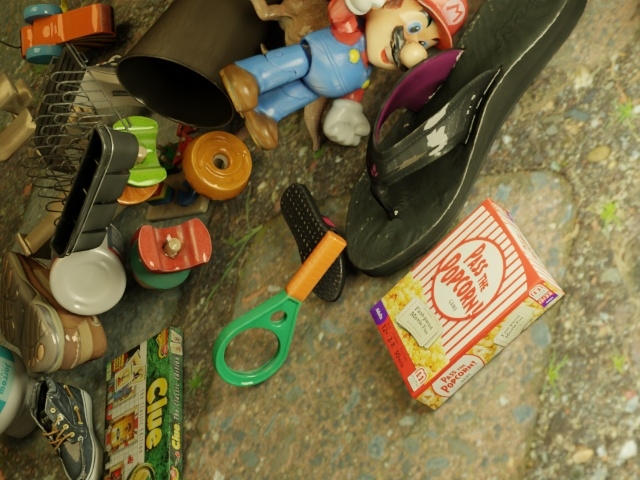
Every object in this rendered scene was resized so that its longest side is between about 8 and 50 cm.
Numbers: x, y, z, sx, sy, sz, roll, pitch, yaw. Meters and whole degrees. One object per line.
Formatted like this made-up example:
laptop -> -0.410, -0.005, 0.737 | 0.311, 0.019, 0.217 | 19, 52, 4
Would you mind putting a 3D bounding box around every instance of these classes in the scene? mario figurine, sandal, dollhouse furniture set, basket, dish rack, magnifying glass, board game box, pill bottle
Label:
mario figurine -> 0.044, -0.223, 1.646 | 0.320, 0.170, 0.198 | -29, -2, 2
sandal -> 0.144, -0.166, 1.566 | 0.446, 0.107, 0.167 | -58, 38, 0
dollhouse furniture set -> -0.433, -0.111, 2.076 | 0.161, 0.212, 0.242 | -42, 67, 17
basket -> -0.160, -0.300, 1.934 | 0.204, 0.154, 0.227 | 13, 60, 32
dish rack -> -0.346, -0.133, 1.802 | 0.271, 0.074, 0.208 | 54, 130, 36
magnifying glass -> -0.048, 0.085, 1.606 | 0.231, 0.092, 0.026 | -51, 34, 15
sandal -> 0.000, 0.000, 1.656 | 0.067, 0.040, 0.179 | -47, 48, 29
board game box -> -0.239, 0.252, 1.758 | 0.136, 0.030, 0.259 | -29, 46, 28
board game box -> 0.156, 0.069, 1.442 | 0.193, 0.045, 0.147 | -45, 40, 16
pill bottle -> -0.532, 0.203, 1.917 | 0.146, 0.264, 0.146 | -26, 49, 34
pill bottle -> -0.339, 0.026, 1.914 | 0.108, 0.108, 0.180 | -49, 21, 11

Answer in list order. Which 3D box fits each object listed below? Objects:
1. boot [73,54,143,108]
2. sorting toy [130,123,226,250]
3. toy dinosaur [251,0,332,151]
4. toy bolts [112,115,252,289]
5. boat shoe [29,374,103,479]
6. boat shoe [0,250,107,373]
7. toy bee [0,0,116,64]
boot -> -0.339, -0.262, 2.117 | 0.086, 0.190, 0.069 | -100, 20, -46
sorting toy -> -0.208, -0.110, 1.959 | 0.132, 0.046, 0.274 | -8, 59, 44
toy dinosaur -> 0.006, -0.281, 1.794 | 0.200, 0.127, 0.295 | -14, 65, 10
toy bolts -> -0.212, -0.042, 1.862 | 0.158, 0.218, 0.228 | 142, 123, -62
boat shoe -> -0.360, 0.271, 1.830 | 0.065, 0.083, 0.183 | -43, 40, 18
boat shoe -> -0.406, 0.109, 1.971 | 0.324, 0.116, 0.123 | 45, 127, 54
toy bee -> -0.483, -0.372, 2.367 | 0.298, 0.162, 0.195 | 15, 91, 19
